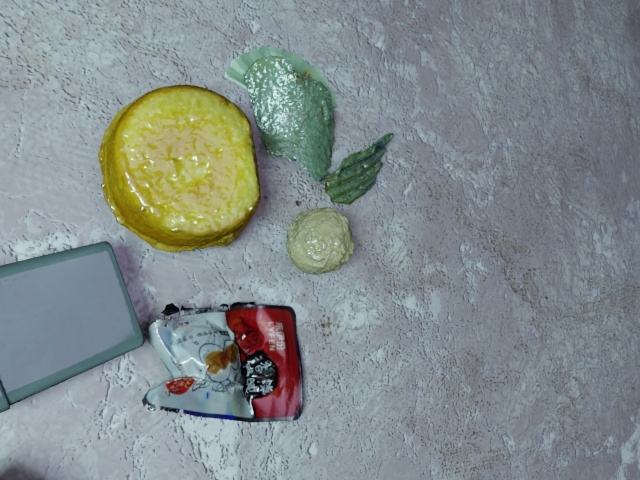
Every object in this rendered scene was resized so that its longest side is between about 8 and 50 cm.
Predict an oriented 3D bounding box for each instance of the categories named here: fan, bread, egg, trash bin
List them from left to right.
[{"bbox_3d":[-0.373,0.110,0.663,0.236,0.101,0.177,-19,89,-35],"label":"trash bin"},{"bbox_3d":[-0.207,-0.108,0.776,0.268,0.145,0.269,5,79,-26],"label":"bread"},{"bbox_3d":[-0.070,-0.306,0.975,0.239,0.009,0.131,6,75,-29],"label":"fan"},{"bbox_3d":[0.000,0.000,0.893,0.118,0.116,0.140,51,35,-7],"label":"egg"}]

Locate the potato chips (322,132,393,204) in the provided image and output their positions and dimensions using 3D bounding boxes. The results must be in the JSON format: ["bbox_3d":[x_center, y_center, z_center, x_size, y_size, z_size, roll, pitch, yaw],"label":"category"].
[{"bbox_3d":[0.083,-0.139,1.013,0.207,0.028,0.092,-38,127,-32],"label":"potato chips"}]

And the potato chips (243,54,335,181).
[{"bbox_3d":[-0.050,-0.226,0.938,0.228,0.059,0.167,32,85,-24],"label":"potato chips"}]

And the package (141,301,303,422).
[{"bbox_3d":[-0.145,0.192,0.804,0.269,0.071,0.194,10,78,-42],"label":"package"}]
